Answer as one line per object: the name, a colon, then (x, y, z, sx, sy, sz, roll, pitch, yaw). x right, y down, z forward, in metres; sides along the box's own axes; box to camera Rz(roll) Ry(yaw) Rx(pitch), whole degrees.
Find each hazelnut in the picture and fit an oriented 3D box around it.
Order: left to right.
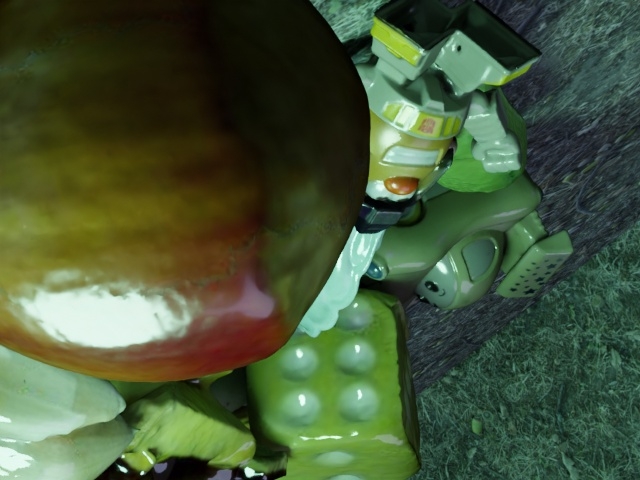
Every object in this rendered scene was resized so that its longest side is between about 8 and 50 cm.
hazelnut: (-0.131, -0.061, 1.000, 0.366, 0.365, 0.366, -31, 165, -9)

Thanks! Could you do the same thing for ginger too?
ginger: (-0.224, 0.190, 1.741, 0.358, 0.211, 0.413, 8, 180, -37)

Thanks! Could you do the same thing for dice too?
dice: (0.021, 0.216, 1.932, 0.227, 0.238, 0.233, -5, 150, 6)

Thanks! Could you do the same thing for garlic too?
garlic: (-0.366, 0.202, 1.429, 0.325, 0.132, 0.279, 29, 135, -22)

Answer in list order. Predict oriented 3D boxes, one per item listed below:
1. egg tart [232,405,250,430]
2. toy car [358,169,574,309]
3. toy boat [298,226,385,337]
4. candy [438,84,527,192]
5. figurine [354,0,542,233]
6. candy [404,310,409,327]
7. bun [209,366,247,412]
egg tart: (-0.238, 0.376, 2.171, 0.443, 0.178, 0.443, -14, 177, -1)
toy car: (0.175, 0.023, 2.038, 0.336, 0.226, 0.242, -26, 163, -28)
toy boat: (0.000, 0.000, 1.760, 0.100, 0.199, 0.290, 16, 138, -26)
candy: (0.177, -0.147, 1.734, 0.142, 0.131, 0.343, 7, 173, 18)
figurine: (0.093, -0.136, 1.485, 0.308, 0.309, 0.143, -48, -160, 44)
candy: (0.009, 0.205, 2.446, 0.179, 0.135, 0.320, -23, 162, -38)
bun: (-0.197, 0.202, 2.012, 0.231, 0.133, 0.231, -16, -178, 1)
